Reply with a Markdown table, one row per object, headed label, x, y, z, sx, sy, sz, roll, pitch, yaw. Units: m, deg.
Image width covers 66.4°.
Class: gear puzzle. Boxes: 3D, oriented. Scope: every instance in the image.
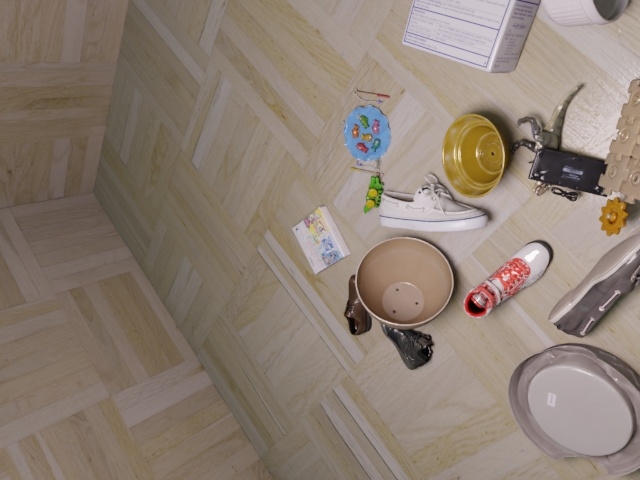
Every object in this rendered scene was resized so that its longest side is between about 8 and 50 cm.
| label | x | y | z | sx | sy | sz | roll | pitch | yaw |
| --- | --- | --- | --- | --- | --- | --- | --- | --- | --- |
| gear puzzle | 0.676 | -0.167 | 1.038 | 0.044 | 0.175 | 0.339 | 7 | 108 | -5 |

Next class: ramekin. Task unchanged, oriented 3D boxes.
| label | x | y | z | sx | sy | sz | roll | pitch | yaw |
| --- | --- | --- | --- | --- | --- | --- | --- | --- | --- |
| ramekin | 0.542 | -0.546 | 1.006 | 0.109 | 0.207 | 0.207 | 12 | 113 | 52 |

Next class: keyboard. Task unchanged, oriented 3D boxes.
| label | x | y | z | sx | sy | sz | roll | pitch | yaw |
| --- | --- | --- | --- | --- | --- | --- | --- | --- | --- |
| keyboard | 0.599 | -0.151 | 1.174 | 0.180 | 0.023 | 0.108 | 17 | 110 | 17 |

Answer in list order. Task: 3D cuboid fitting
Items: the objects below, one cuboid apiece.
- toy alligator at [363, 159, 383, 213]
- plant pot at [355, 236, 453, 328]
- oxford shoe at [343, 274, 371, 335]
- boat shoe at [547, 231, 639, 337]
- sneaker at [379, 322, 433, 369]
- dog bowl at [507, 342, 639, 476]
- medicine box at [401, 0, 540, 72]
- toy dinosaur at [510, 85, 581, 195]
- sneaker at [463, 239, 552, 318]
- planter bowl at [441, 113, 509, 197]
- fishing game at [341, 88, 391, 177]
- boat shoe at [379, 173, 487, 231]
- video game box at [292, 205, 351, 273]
| label | x | y | z | sx | sy | sz | roll | pitch | yaw |
| --- | --- | --- | --- | --- | --- | --- | --- | --- | --- |
| toy alligator | 0.183 | -0.170 | 1.598 | 0.051 | 0.056 | 0.189 | 10 | 120 | -1 |
| plant pot | 0.258 | 0.157 | 1.519 | 0.284 | 0.284 | 0.191 | 43 | 166 | 25 |
| oxford shoe | 0.129 | 0.237 | 1.765 | 0.083 | 0.096 | 0.227 | 1 | 104 | 46 |
| boat shoe | 0.688 | 0.115 | 1.173 | 0.095 | 0.112 | 0.335 | 34 | 134 | 10 |
| sneaker | 0.294 | 0.315 | 1.639 | 0.130 | 0.087 | 0.227 | -40 | 79 | 43 |
| dog bowl | 0.682 | 0.430 | 1.284 | 0.349 | 0.102 | 0.348 | 17 | 115 | 40 |
| medicine box | 0.377 | -0.587 | 1.185 | 0.263 | 0.149 | 0.289 | 34 | 125 | 32 |
| toy dinosaur | 0.542 | -0.251 | 1.209 | 0.118 | 0.064 | 0.268 | 17 | 116 | 24 |
| sneaker | 0.498 | 0.115 | 1.320 | 0.090 | 0.145 | 0.270 | 52 | 133 | 18 |
| planter bowl | 0.428 | -0.225 | 1.290 | 0.217 | 0.090 | 0.217 | 36 | 132 | 54 |
| fishing game | 0.142 | -0.345 | 1.583 | 0.189 | 0.041 | 0.264 | 22 | 119 | 35 |
| boat shoe | 0.319 | -0.115 | 1.439 | 0.367 | 0.136 | 0.156 | 10 | 108 | 53 |
| video game box | 0.000 | 0.000 | 1.840 | 0.187 | 0.048 | 0.205 | -34 | 80 | 47 |
